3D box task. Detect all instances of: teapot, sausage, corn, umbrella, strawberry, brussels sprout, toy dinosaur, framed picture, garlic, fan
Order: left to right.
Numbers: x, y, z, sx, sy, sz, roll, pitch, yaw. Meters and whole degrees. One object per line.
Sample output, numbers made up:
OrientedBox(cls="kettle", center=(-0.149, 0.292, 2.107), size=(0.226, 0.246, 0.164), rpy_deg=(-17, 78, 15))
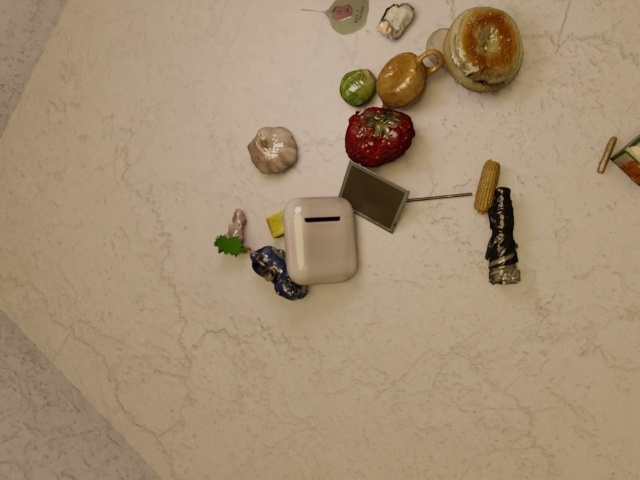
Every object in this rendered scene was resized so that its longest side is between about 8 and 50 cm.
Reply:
OrientedBox(cls="toy dinosaur", center=(-0.385, -0.024, 1.991), size=(0.152, 0.177, 0.194), rpy_deg=(-3, 117, 14))
OrientedBox(cls="garlic", center=(-0.218, -0.390, 1.892), size=(0.219, 0.212, 0.218), rpy_deg=(-2, 84, 15))
OrientedBox(cls="fan", center=(0.053, -0.962, 1.910), size=(0.310, 0.010, 0.182), rpy_deg=(13, 94, 18))
OrientedBox(cls="brussels sprout", center=(0.150, -0.613, 1.817), size=(0.155, 0.118, 0.155), rpy_deg=(1, 92, 29))
OrientedBox(cls="framed picture", center=(0.203, -0.171, 1.794), size=(0.273, 0.016, 0.216), rpy_deg=(32, 131, 16))
OrientedBox(cls="strawberry", center=(0.217, -0.387, 1.751), size=(0.274, 0.220, 0.274), rpy_deg=(-4, 48, 4))
OrientedBox(cls="teapot", center=(0.338, -0.601, 1.732), size=(0.311, 0.167, 0.203), rpy_deg=(-35, 48, 33))
OrientedBox(cls="corn", center=(0.616, -0.196, 1.677), size=(0.068, 0.068, 0.207), rpy_deg=(13, 91, 19))
OrientedBox(cls="umbrella", center=(0.659, -0.014, 1.642), size=(0.113, 0.106, 0.357), rpy_deg=(-1, 91, 10))
OrientedBox(cls="sausage", center=(0.993, -0.297, 1.571), size=(0.024, 0.024, 0.132), rpy_deg=(20, 97, 18))

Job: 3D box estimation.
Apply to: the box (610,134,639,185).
OrientedBox(cls="box", center=(1.088, -0.293, 1.457), size=(0.195, 0.177, 0.148), rpy_deg=(-42, 78, 14))

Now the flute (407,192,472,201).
OrientedBox(cls="flute", center=(0.448, -0.166, 1.762), size=(0.270, 0.014, 0.014), rpy_deg=(-4, 88, 19))

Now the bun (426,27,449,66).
OrientedBox(cls="bun", center=(0.457, -0.726, 1.729), size=(0.138, 0.094, 0.138), rpy_deg=(1, 88, -16))

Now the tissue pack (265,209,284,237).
OrientedBox(cls="tissue pack", center=(-0.135, -0.085, 1.937), size=(0.176, 0.062, 0.095), rpy_deg=(-23, 82, 18))

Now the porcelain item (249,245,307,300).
OrientedBox(cls="porcelain item", center=(-0.181, 0.143, 1.886), size=(0.288, 0.186, 0.138), rpy_deg=(44, 106, 14))

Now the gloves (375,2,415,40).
OrientedBox(cls="gloves", center=(0.298, -0.871, 1.794), size=(0.114, 0.070, 0.153), rpy_deg=(41, 95, 23))

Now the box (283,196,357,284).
OrientedBox(cls="box", center=(0.000, 0.000, 1.807), size=(0.289, 0.141, 0.348), rpy_deg=(-3, 88, -12))

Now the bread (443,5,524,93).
OrientedBox(cls="bread", center=(0.573, -0.674, 1.628), size=(0.306, 0.159, 0.305), rpy_deg=(1, 87, -10))
